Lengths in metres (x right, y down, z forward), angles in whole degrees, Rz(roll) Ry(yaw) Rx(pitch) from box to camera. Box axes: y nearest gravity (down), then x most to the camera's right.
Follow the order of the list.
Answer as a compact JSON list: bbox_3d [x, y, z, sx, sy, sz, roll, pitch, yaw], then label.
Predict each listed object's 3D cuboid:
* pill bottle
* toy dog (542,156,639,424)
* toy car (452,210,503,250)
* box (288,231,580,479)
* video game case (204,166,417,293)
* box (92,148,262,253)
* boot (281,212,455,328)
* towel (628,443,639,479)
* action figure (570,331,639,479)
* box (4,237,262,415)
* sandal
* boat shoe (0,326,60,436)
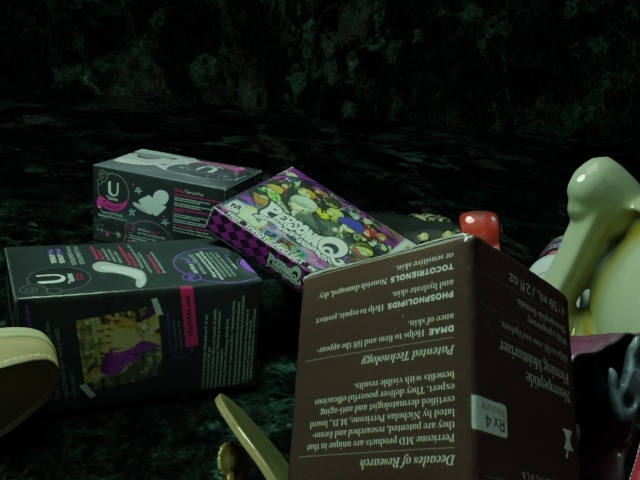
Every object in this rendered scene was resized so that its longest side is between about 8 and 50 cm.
[{"bbox_3d":[0.387,0.064,1.252,0.108,0.108,0.193,15,21,22],"label":"pill bottle"},{"bbox_3d":[0.477,0.134,0.920,0.395,0.284,0.408,30,4,-34],"label":"toy dog"},{"bbox_3d":[0.224,0.093,1.061,0.225,0.239,0.053,25,30,-19],"label":"toy car"},{"bbox_3d":[0.092,0.129,0.626,0.167,0.203,0.168,-16,-30,38],"label":"box"},{"bbox_3d":[0.000,0.000,1.032,0.232,0.042,0.210,33,30,14],"label":"video game case"},{"bbox_3d":[-0.245,-0.065,1.368,0.247,0.142,0.163,12,20,16],"label":"box"},{"bbox_3d":[0.083,0.035,1.212,0.284,0.138,0.377,2,14,-12],"label":"boot"},{"bbox_3d":[0.395,0.233,0.638,0.275,0.031,0.199,21,43,22],"label":"towel"},{"bbox_3d":[0.176,0.164,0.861,0.248,0.276,0.370,5,-3,-32],"label":"action figure"},{"bbox_3d":[-0.223,0.091,0.926,0.270,0.143,0.165,-2,19,-24],"label":"box"},{"bbox_3d":[-0.047,0.238,0.680,0.240,0.079,0.088,41,-6,33],"label":"sandal"},{"bbox_3d":[-0.359,0.187,0.673,0.110,0.122,0.341,24,36,31],"label":"boat shoe"}]
